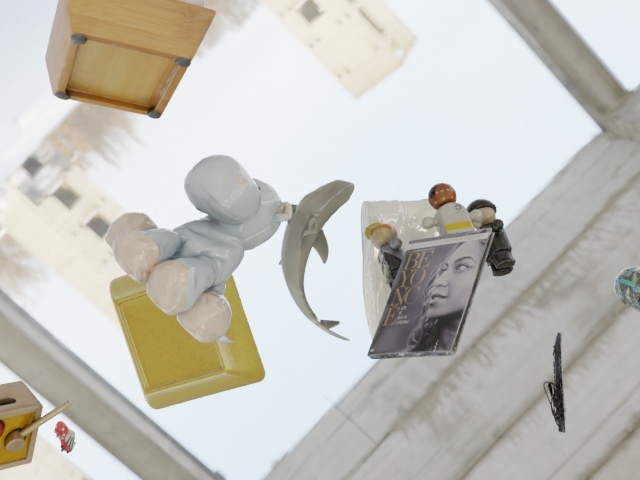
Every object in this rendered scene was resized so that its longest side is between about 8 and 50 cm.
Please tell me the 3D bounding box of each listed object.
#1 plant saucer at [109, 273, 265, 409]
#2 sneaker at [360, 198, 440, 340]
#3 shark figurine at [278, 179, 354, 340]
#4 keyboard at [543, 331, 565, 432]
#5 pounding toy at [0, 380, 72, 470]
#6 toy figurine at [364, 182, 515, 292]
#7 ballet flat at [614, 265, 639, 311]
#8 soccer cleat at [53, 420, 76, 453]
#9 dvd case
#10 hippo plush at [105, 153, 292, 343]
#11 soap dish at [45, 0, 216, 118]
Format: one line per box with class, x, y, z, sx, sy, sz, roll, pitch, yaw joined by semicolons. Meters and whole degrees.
plant saucer;-0.328;0.211;2.306;0.333;0.332;0.081;-19;-179;25
sneaker;0.170;0.061;1.950;0.169;0.292;0.108;-5;-163;-13
shark figurine;-0.017;0.021;1.629;0.116;0.166;0.278;154;-58;-66
keyboard;0.450;0.279;1.931;0.038;0.192;0.100;-3;-154;16
pounding toy;-0.469;0.280;1.508;0.100;0.141;0.130;36;-61;38
toy figurine;0.208;0.006;1.745;0.213;0.210;0.148;-35;-126;28
ballet flat;0.463;0.085;1.266;0.070;0.189;0.070;-164;-90;-79
soccer cleat;-0.471;0.359;1.859;0.029;0.083;0.035;12;-141;20
dvd case;0.169;0.082;1.542;0.165;0.018;0.221;-10;-133;45
hippo plush;-0.147;0.010;1.514;0.236;0.294;0.234;-45;-138;-1
soap dish;-0.316;-0.307;1.612;0.291;0.229;0.118;142;-44;-63
